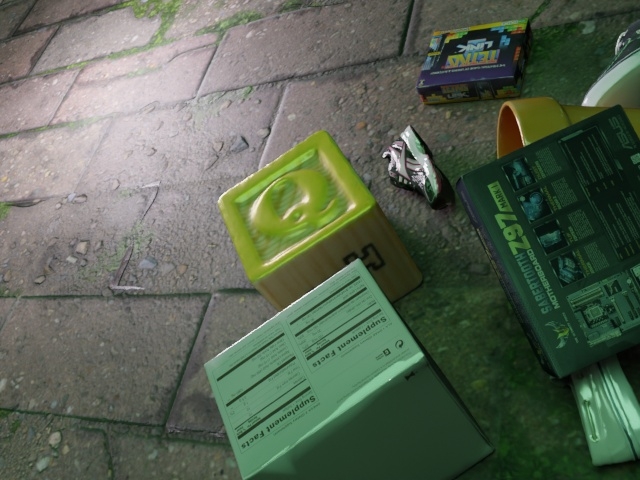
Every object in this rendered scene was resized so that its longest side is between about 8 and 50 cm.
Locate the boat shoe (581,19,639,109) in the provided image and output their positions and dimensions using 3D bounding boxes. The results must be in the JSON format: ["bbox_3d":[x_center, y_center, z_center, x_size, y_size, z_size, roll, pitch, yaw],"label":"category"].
[{"bbox_3d":[0.472,-0.268,0.935,0.301,0.108,0.102,-38,46,-4],"label":"boat shoe"}]

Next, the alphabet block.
[{"bbox_3d":[0.000,0.000,0.940,0.193,0.197,0.192,-34,45,3],"label":"alphabet block"}]

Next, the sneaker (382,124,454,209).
[{"bbox_3d":[0.149,-0.101,1.033,0.077,0.072,0.178,-37,36,17],"label":"sneaker"}]

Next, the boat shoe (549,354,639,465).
[{"bbox_3d":[0.292,0.138,0.740,0.075,0.083,0.226,-22,48,13],"label":"boat shoe"}]

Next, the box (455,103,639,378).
[{"bbox_3d":[0.274,0.001,0.691,0.183,0.059,0.233,-25,82,1],"label":"box"}]

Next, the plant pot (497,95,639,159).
[{"bbox_3d":[0.336,-0.085,0.825,0.188,0.205,0.205,-7,51,6],"label":"plant pot"}]

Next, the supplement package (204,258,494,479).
[{"bbox_3d":[0.039,0.188,0.725,0.204,0.262,0.145,-35,45,3],"label":"supplement package"}]

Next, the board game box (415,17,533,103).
[{"bbox_3d":[0.263,-0.305,1.126,0.170,0.048,0.141,1,56,31],"label":"board game box"}]
